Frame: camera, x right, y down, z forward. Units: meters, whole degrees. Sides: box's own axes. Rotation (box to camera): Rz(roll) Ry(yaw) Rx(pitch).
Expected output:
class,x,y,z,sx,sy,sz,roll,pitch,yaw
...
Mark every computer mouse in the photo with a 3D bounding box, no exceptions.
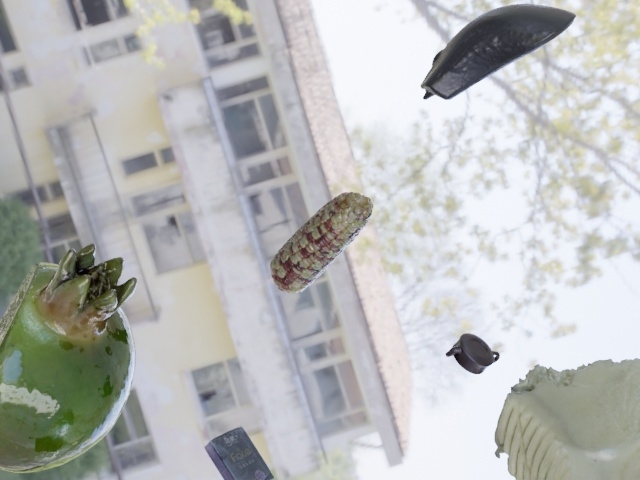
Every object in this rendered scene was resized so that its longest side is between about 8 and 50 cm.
class,x,y,z,sx,sy,sz,roll,pitch,yaw
computer mouse,0.254,-0.299,1.510,0.088,0.264,0.147,55,25,-7

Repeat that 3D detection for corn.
class,x,y,z,sx,sy,sz,roll,pitch,yaw
corn,0.000,0.000,1.678,0.253,0.086,0.086,-46,-129,41

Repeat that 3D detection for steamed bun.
class,x,y,z,sx,sy,sz,roll,pitch,yaw
steamed bun,0.476,0.330,1.678,0.273,0.272,0.290,45,-19,43

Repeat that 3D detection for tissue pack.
class,x,y,z,sx,sy,sz,roll,pitch,yaw
tissue pack,-0.196,0.535,2.378,0.156,0.112,0.051,53,-53,17

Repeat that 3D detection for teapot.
class,x,y,z,sx,sy,sz,roll,pitch,yaw
teapot,0.247,0.187,1.603,0.045,0.100,0.067,-53,-144,35

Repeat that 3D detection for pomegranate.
class,x,y,z,sx,sy,sz,roll,pitch,yaw
pomegranate,-0.355,0.168,1.395,0.216,0.358,0.309,35,28,-17
